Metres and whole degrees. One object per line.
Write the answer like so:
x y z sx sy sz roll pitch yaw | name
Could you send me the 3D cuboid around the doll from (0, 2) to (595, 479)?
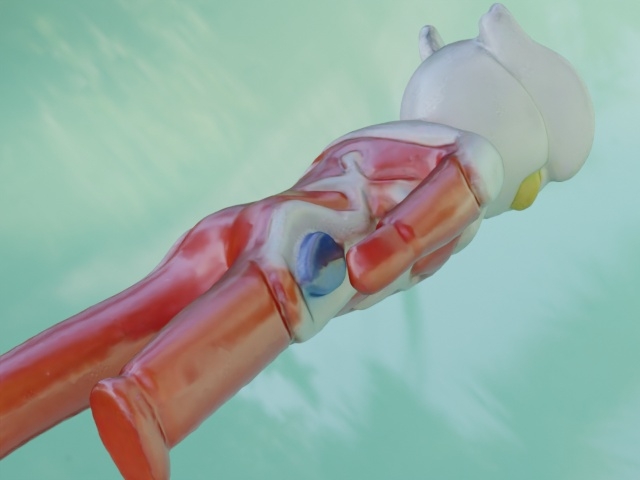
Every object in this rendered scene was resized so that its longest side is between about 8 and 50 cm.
0.000 0.000 0.830 0.188 0.099 0.384 -10 21 48 | doll
